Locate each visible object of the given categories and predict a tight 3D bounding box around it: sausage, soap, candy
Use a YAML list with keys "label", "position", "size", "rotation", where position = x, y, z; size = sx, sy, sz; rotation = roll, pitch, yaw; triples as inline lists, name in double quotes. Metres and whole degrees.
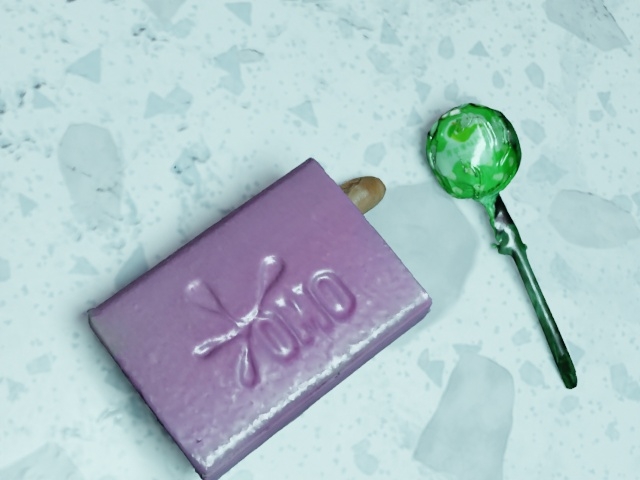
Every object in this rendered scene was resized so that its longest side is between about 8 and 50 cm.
- label: "sausage"
  position: [0.000, 0.000, 1.047]
  size: [0.043, 0.043, 0.186]
  rotation: [43, 68, -7]
- label: "soap"
  position: [-0.051, 0.068, 0.952]
  size: [0.259, 0.081, 0.181]
  rotation: [-35, 77, -13]
- label: "candy"
  position: [0.201, 0.011, 1.107]
  size: [0.097, 0.097, 0.323]
  rotation: [-26, 96, -23]
